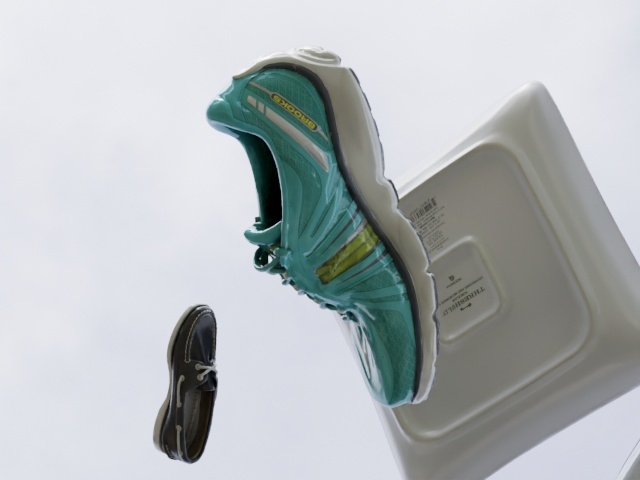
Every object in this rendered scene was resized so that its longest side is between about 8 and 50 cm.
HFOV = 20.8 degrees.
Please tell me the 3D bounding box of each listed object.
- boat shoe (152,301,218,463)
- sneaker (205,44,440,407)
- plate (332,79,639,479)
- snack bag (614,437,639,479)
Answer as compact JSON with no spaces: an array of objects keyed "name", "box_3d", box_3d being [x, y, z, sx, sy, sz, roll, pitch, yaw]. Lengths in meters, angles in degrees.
[{"name":"boat shoe","box_3d":[-0.098,0.111,1.348,0.038,0.046,0.125,20,-82,42]},{"name":"sneaker","box_3d":[0.000,0.000,1.243,0.110,0.107,0.275,-28,-77,-23]},{"name":"plate","box_3d":[0.124,0.045,1.453,0.277,0.045,0.278,-36,-116,27]},{"name":"snack bag","box_3d":[0.176,0.180,0.467,0.342,0.037,0.323,52,-47,36]}]
